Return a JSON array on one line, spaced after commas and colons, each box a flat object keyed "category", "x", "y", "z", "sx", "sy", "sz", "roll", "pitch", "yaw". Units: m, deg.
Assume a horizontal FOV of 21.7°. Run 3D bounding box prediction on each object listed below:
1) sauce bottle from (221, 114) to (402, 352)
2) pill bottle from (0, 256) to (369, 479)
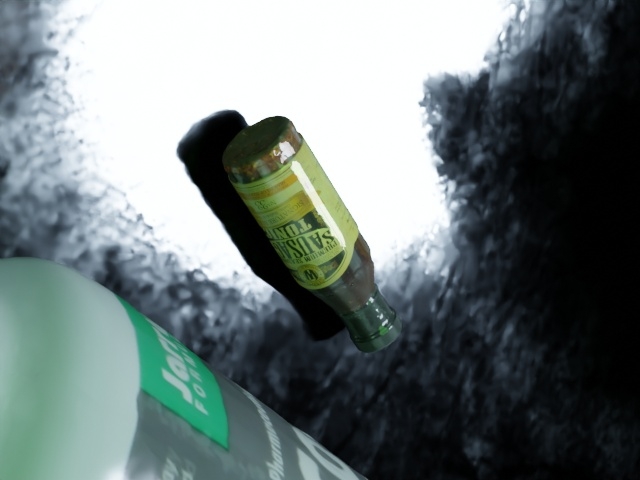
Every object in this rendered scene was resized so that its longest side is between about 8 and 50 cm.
[{"category": "sauce bottle", "x": 0.000, "y": 0.000, "z": 0.801, "sx": 0.042, "sy": 0.042, "sz": 0.128, "roll": -46, "pitch": 119, "yaw": -21}, {"category": "pill bottle", "x": -0.096, "y": 0.135, "z": 0.654, "sx": 0.361, "sy": 0.204, "sz": 0.204, "roll": 40, "pitch": 74, "yaw": -34}]
